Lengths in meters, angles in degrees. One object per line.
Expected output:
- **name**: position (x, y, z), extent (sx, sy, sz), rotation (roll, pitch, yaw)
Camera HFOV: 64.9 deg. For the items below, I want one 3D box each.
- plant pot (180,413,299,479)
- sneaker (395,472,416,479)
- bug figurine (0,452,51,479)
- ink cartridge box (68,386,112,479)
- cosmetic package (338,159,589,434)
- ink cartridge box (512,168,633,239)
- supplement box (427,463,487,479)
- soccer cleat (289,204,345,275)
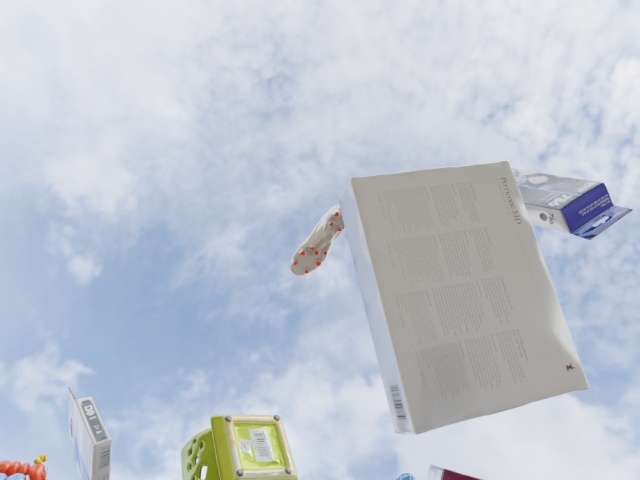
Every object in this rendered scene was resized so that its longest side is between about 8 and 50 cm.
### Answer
- **plant pot**: position (-0.186, 0.547, 1.207), extent (0.227, 0.228, 0.207), rotation (14, -58, -32)
- **sneaker**: position (0.243, 0.757, 1.455), extent (0.091, 0.240, 0.126), rotation (-14, -94, 9)
- **bug figurine**: position (-0.509, 0.345, 0.730), extent (0.216, 0.279, 0.072), rotation (13, -113, -18)
- **ink cartridge box**: position (-0.534, 0.474, 1.159), extent (0.208, 0.045, 0.207), rotation (34, -59, 43)
- **cosmetic package**: position (0.210, 0.073, 0.782), extent (0.284, 0.097, 0.378), rotation (-8, -107, -14)
- **ink cartridge box**: position (0.553, -0.100, 1.231), extent (0.165, 0.332, 0.065), rotation (-28, -62, -23)
- **supplement box**: position (0.279, 0.516, 1.028), extent (0.104, 0.188, 0.081), rotation (13, -110, 8)
- **soccer cleat**: position (0.000, 0.000, 1.171), extent (0.068, 0.076, 0.196), rotation (36, -81, -14)
